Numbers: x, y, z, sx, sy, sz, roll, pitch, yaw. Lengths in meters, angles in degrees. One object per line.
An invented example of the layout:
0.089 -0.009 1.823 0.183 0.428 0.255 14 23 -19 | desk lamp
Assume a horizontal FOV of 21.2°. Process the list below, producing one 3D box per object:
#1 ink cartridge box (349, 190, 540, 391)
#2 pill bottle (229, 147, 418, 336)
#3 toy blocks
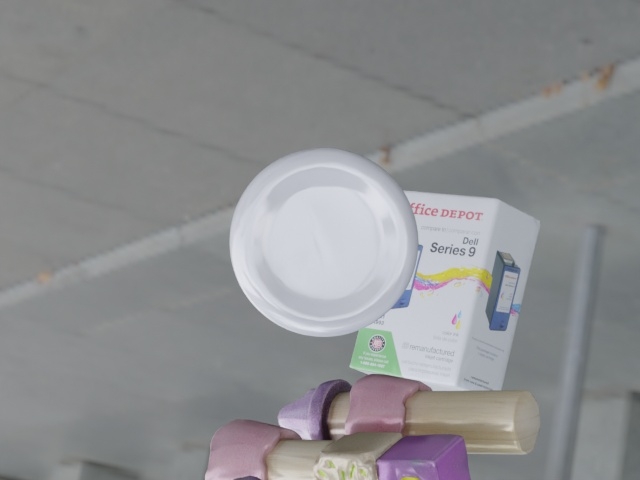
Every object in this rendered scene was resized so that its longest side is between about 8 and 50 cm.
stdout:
0.138 0.059 1.889 0.154 0.212 0.093 8 168 41 | ink cartridge box
0.000 0.000 1.477 0.153 0.153 0.265 11 180 -2 | pill bottle
-0.023 0.249 1.078 0.260 0.288 0.309 -3 -170 32 | toy blocks
